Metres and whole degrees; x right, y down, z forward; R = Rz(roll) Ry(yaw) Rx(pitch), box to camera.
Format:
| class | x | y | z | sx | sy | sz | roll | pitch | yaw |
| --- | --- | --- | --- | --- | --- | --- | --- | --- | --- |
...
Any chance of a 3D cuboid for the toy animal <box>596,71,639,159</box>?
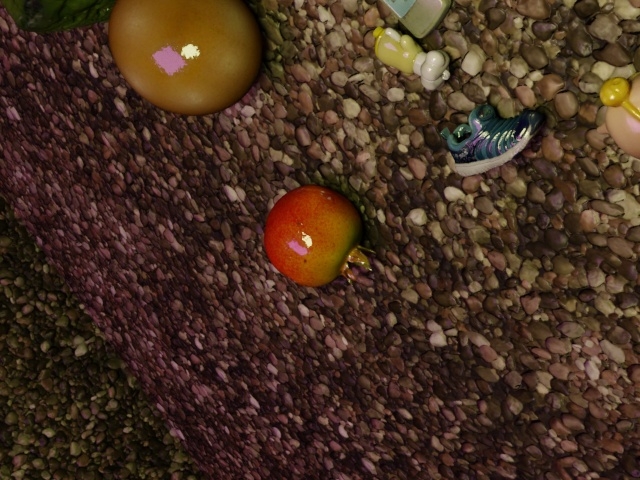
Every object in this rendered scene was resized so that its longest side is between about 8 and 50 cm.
| class | x | y | z | sx | sy | sz | roll | pitch | yaw |
| --- | --- | --- | --- | --- | --- | --- | --- | --- | --- |
| toy animal | 0.507 | -0.197 | 1.166 | 0.248 | 0.165 | 0.149 | -14 | 92 | 62 |

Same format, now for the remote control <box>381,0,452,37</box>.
| class | x | y | z | sx | sy | sz | roll | pitch | yaw |
| --- | --- | --- | --- | --- | --- | --- | --- | --- | --- |
| remote control | 0.126 | -0.463 | 1.426 | 0.233 | 0.038 | 0.098 | 48 | 140 | 6 |

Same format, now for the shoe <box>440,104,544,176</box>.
| class | x | y | z | sx | sy | sz | roll | pitch | yaw |
| --- | --- | --- | --- | --- | --- | --- | --- | --- | --- |
| shoe | 0.298 | -0.185 | 1.425 | 0.207 | 0.091 | 0.106 | -17 | 112 | 53 |

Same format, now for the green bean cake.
| class | x | y | z | sx | sy | sz | roll | pitch | yaw |
| --- | --- | --- | --- | --- | --- | --- | --- | --- | --- |
| green bean cake | -0.501 | -0.597 | 1.718 | 0.218 | 0.335 | 0.319 | 54 | 145 | 13 |

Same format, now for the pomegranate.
| class | x | y | z | sx | sy | sz | roll | pitch | yaw |
| --- | --- | --- | --- | --- | --- | --- | --- | --- | --- |
| pomegranate | 0.000 | 0.000 | 1.775 | 0.256 | 0.221 | 0.221 | 29 | 136 | 15 |

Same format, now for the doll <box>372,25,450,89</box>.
| class | x | y | z | sx | sy | sz | roll | pitch | yaw |
| --- | --- | --- | --- | --- | --- | --- | --- | --- | --- |
| doll | 0.164 | -0.329 | 1.466 | 0.162 | 0.062 | 0.106 | 35 | 166 | 22 |

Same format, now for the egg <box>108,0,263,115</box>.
| class | x | y | z | sx | sy | sz | roll | pitch | yaw |
| --- | --- | --- | --- | --- | --- | --- | --- | --- | --- |
| egg | -0.279 | -0.404 | 1.670 | 0.351 | 0.282 | 0.283 | 28 | 136 | 25 |
